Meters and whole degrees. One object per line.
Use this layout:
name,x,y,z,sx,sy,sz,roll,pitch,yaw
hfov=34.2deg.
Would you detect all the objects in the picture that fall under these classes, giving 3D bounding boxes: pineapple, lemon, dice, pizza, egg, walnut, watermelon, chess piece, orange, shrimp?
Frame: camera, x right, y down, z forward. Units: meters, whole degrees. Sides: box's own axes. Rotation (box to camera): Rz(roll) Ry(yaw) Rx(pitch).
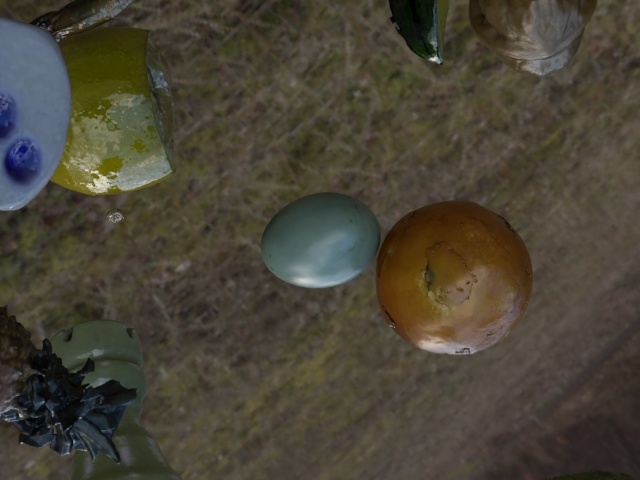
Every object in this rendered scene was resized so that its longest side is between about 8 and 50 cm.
pineapple,-0.292,0.139,1.020,0.128,0.128,0.248,-46,128,13
lemon,-0.463,-0.254,2.108,0.364,0.364,0.364,-38,164,-13
dice,-0.511,-0.193,1.432,0.251,0.243,0.259,7,97,-54
pizza,-0.418,-0.049,2.118,0.037,0.016,0.083,-6,168,-14
egg,0.000,0.000,1.638,0.192,0.149,0.149,-9,165,6
walnut,0.246,-0.275,1.206,0.149,0.167,0.166,-18,167,8
watermelon,0.174,-0.428,1.640,0.123,0.301,0.129,-11,154,44
chess piece,-0.398,0.373,1.972,0.234,0.442,0.234,-15,150,-9
orange,0.204,0.059,1.610,0.246,0.246,0.246,-38,164,-13
shrimp,-0.421,-0.435,1.928,0.253,0.058,0.173,-18,-155,16

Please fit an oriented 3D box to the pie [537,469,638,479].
pie,0.456,0.483,1.823,0.276,0.079,0.277,1,142,1
